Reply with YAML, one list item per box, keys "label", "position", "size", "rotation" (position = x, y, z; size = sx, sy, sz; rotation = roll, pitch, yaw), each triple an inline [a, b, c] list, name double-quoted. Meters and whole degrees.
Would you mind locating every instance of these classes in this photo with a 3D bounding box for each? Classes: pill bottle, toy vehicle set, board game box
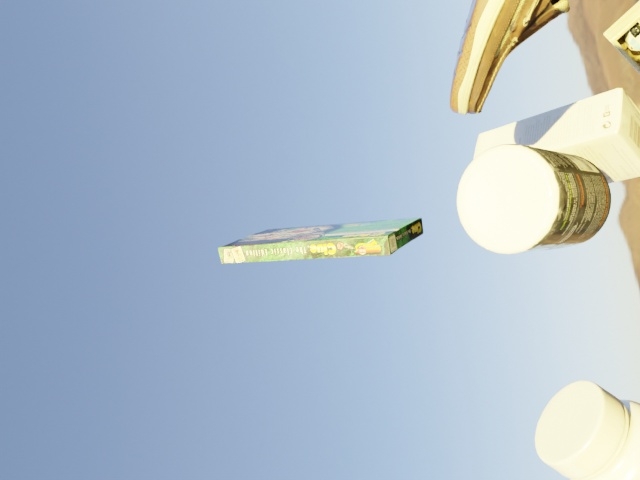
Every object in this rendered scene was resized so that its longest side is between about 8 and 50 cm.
- label: "pill bottle"
  position: [0.293, -0.052, 0.767]
  size: [0.245, 0.130, 0.131]
  rotation: [-3, -96, -47]
- label: "toy vehicle set"
  position: [0.671, -0.358, 1.082]
  size: [0.266, 0.166, 0.035]
  rotation: [29, -147, -26]
- label: "pill bottle"
  position: [0.651, 0.464, 1.184]
  size: [0.392, 0.224, 0.224]
  rotation: [33, -137, -5]
- label: "board game box"
  position: [0.000, 0.000, 0.827]
  size: [0.136, 0.259, 0.031]
  rotation: [-20, -76, -60]

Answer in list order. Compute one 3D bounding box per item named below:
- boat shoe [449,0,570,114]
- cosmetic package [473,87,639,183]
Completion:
- label: "boat shoe"
  position: [0.203, -0.238, 0.594]
  size: [0.095, 0.095, 0.258]
  rotation: [-70, -8, -48]
- label: "cosmetic package"
  position: [0.361, -0.134, 0.895]
  size: [0.117, 0.231, 0.086]
  rotation: [33, -118, -34]
